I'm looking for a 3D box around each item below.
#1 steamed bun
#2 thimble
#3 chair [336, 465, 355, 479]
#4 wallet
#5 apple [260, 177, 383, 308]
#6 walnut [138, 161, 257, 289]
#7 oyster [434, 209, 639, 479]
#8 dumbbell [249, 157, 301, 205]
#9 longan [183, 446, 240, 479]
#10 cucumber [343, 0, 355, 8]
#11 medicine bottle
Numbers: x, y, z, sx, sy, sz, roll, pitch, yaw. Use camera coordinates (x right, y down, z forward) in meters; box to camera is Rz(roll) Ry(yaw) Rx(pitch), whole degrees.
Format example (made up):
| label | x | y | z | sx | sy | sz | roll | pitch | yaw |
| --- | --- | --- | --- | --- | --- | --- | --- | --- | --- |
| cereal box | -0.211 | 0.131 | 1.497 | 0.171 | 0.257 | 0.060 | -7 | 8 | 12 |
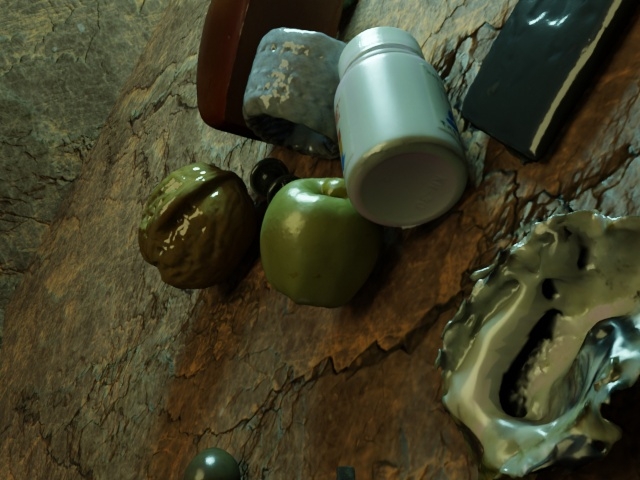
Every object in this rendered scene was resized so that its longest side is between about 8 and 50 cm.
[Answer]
| label | x | y | z | sx | sy | sz | roll | pitch | yaw |
| --- | --- | --- | --- | --- | --- | --- | --- | --- | --- |
| steamed bun | -0.107 | -0.390 | 1.638 | 0.248 | 0.235 | 0.379 | 41 | 118 | 59 |
| thimble | -0.023 | -0.243 | 1.434 | 0.245 | 0.217 | 0.157 | 140 | 151 | -81 |
| chair | -0.043 | 0.453 | 1.013 | 0.241 | 0.416 | 0.203 | -8 | 51 | 6 |
| wallet | 0.313 | -0.285 | 1.060 | 0.377 | 0.051 | 0.197 | -61 | 31 | 12 |
| apple | 0.000 | 0.000 | 1.246 | 0.200 | 0.200 | 0.200 | -40 | 38 | 41 |
| walnut | -0.238 | -0.032 | 1.662 | 0.224 | 0.257 | 0.257 | 44 | 112 | 27 |
| oyster | 0.241 | 0.118 | 0.829 | 0.351 | 0.115 | 0.238 | -61 | 37 | 20 |
| dumbbell | -0.079 | -0.102 | 1.571 | 0.081 | 0.081 | 0.254 | -62 | 29 | 9 |
| longan | -0.175 | 0.392 | 1.361 | 0.113 | 0.092 | 0.113 | -7 | -90 | -86 |
| cucumber | 0.037 | -0.530 | 1.703 | 0.115 | 0.062 | 0.116 | -137 | 53 | -60 |
| medicine bottle | 0.105 | -0.172 | 1.208 | 0.170 | 0.170 | 0.293 | -46 | 35 | 34 |
